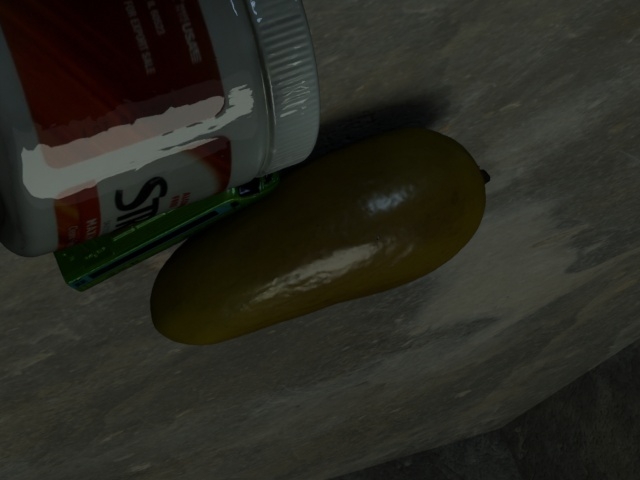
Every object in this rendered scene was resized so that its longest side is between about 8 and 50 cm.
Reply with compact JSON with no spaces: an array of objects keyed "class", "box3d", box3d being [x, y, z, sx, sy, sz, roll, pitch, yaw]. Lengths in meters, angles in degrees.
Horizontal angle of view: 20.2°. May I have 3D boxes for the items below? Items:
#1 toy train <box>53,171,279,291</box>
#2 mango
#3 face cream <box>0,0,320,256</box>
[{"class":"toy train","box3d":[-0.136,-0.022,1.582,0.209,0.044,0.042,-27,162,9]},{"class":"mango","box3d":[0.004,-0.003,1.647,0.331,0.142,0.195,-24,171,-19]},{"class":"face cream","box3d":[-0.124,-0.110,1.040,0.187,0.201,0.201,-20,163,-16]}]
